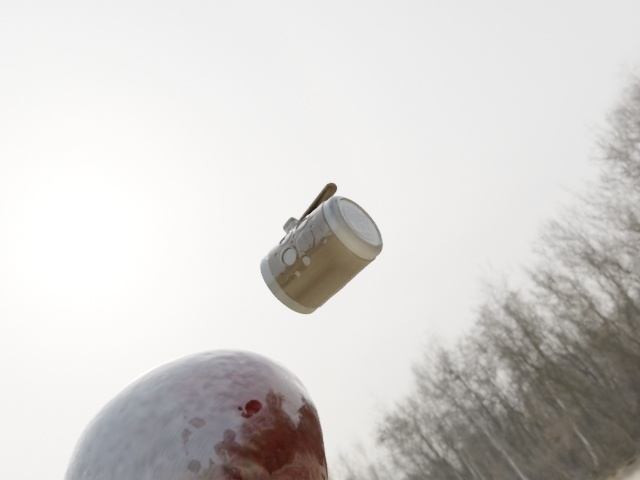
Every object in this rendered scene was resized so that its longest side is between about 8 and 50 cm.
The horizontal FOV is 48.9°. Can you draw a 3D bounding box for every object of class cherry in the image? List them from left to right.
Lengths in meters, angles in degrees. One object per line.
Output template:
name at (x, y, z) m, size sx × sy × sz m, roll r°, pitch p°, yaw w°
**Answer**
cherry at (-0.152, 0.290, 0.875) m, size 0.326 × 0.335 × 0.291 m, roll -15°, pitch -54°, yaw 6°

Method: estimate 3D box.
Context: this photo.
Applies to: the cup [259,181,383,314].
cup at (0.006, 0.006, 0.665) m, size 0.099 × 0.074 × 0.102 m, roll -41°, pitch 13°, yaw 25°
